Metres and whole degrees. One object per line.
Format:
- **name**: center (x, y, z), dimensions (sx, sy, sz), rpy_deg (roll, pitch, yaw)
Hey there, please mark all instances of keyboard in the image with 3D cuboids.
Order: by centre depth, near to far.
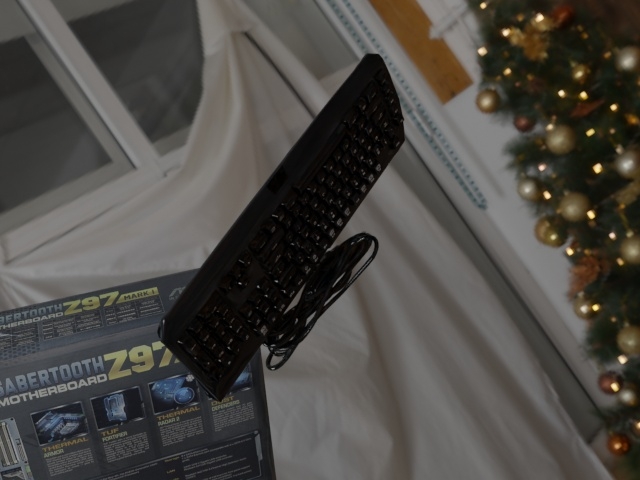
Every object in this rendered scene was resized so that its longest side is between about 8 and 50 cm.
- **keyboard**: center (0.000, 0.000, 0.438), dimensions (0.192, 0.038, 0.100), rpy_deg (-54, -33, -20)

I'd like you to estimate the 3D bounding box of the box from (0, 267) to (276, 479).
- **box**: center (-0.151, 0.126, 0.561), dimensions (0.233, 0.183, 0.059), rpy_deg (-14, 32, -15)
